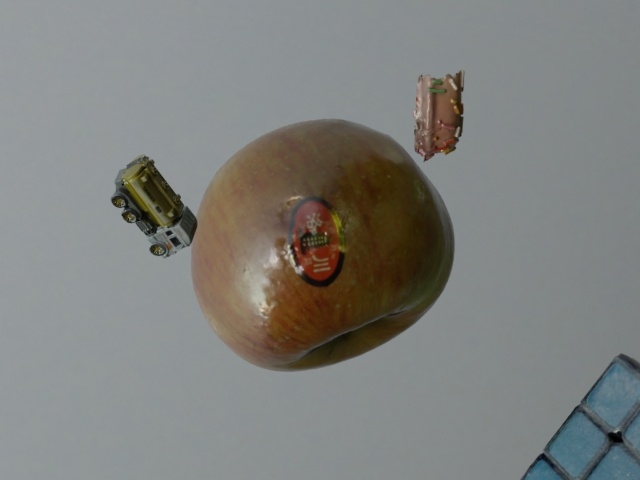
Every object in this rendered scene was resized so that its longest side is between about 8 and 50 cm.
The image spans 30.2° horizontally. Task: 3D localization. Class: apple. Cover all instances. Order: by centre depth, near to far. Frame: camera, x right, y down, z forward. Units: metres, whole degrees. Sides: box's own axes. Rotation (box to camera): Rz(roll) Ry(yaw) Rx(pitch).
[{"bbox_3d":[0.000,0.000,1.777,0.401,0.333,0.400,-20,-18,-6],"label":"apple"}]

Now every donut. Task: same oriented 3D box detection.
[{"bbox_3d":[0.153,-0.160,1.554,0.166,0.065,0.117,-29,-60,-85],"label":"donut"}]

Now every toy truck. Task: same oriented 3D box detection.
[{"bbox_3d":[-0.192,-0.040,1.375,0.123,0.063,0.052,55,-151,-30],"label":"toy truck"}]

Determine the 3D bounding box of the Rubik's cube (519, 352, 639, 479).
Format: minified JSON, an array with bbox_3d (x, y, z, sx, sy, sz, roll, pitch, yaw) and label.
[{"bbox_3d":[0.462,0.405,1.471,0.344,0.344,0.337,32,-83,-30],"label":"Rubik's cube"}]
